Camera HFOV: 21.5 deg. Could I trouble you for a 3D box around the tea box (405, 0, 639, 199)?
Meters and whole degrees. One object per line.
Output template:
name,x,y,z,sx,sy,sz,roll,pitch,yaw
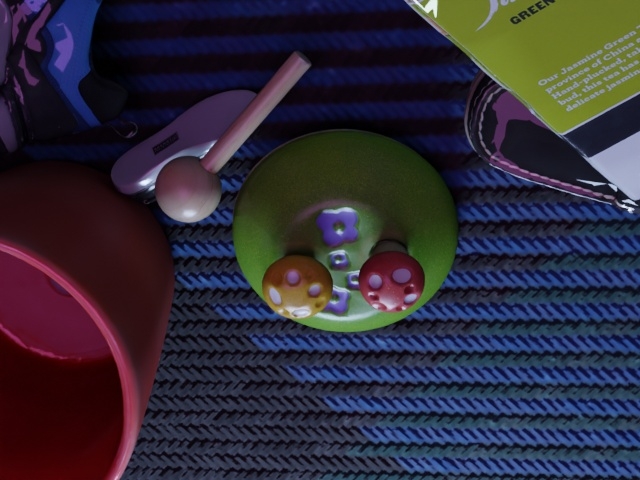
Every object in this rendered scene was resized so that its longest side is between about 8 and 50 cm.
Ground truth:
tea box,0.164,-0.256,0.993,0.220,0.329,0.323,-30,143,22

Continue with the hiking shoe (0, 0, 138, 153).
hiking shoe,-0.227,-0.223,1.307,0.132,0.113,0.304,-10,107,-16

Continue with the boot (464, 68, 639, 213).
boot,0.276,-0.037,1.155,0.377,0.284,0.138,12,115,7

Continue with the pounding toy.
pounding toy,0.000,0.000,1.307,0.183,0.110,0.237,-38,113,22

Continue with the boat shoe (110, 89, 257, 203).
boat shoe,-0.103,-0.075,1.363,0.142,0.049,0.040,-27,140,15

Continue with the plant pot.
plant pot,-0.241,0.067,1.343,0.275,0.243,0.275,5,114,11
